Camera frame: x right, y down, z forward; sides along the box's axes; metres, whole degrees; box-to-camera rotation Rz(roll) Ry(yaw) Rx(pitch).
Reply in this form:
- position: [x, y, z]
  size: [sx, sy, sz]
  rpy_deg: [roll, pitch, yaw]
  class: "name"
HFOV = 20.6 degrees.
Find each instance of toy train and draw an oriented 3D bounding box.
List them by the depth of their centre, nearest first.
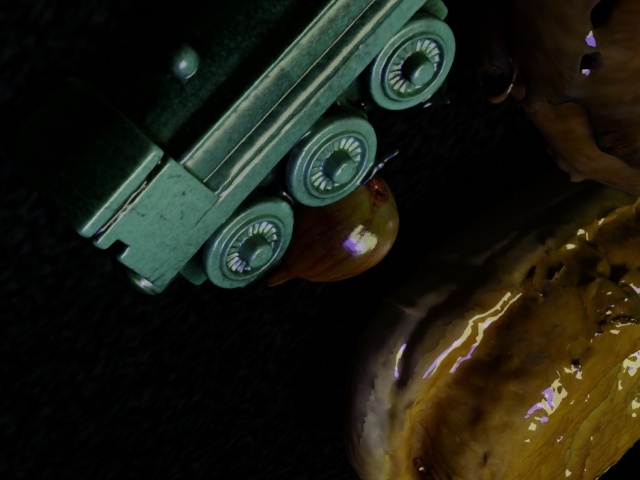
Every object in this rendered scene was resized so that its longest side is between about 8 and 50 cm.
- position: [-0.023, -0.055, 0.630]
  size: [0.170, 0.071, 0.111]
  rpy_deg: [-47, 148, 1]
  class: "toy train"

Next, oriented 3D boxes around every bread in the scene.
- position: [0.118, 0.053, 0.944]
  size: [0.236, 0.120, 0.198]
  rpy_deg: [-34, 150, -26]
  class: "bread"

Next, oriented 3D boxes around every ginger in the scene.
- position: [0.135, -0.137, 0.711]
  size: [0.133, 0.107, 0.309]
  rpy_deg: [-18, 142, -22]
  class: "ginger"

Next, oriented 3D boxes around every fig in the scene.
- position: [0.000, 0.000, 0.780]
  size: [0.050, 0.050, 0.083]
  rpy_deg: [-16, 161, -47]
  class: "fig"
